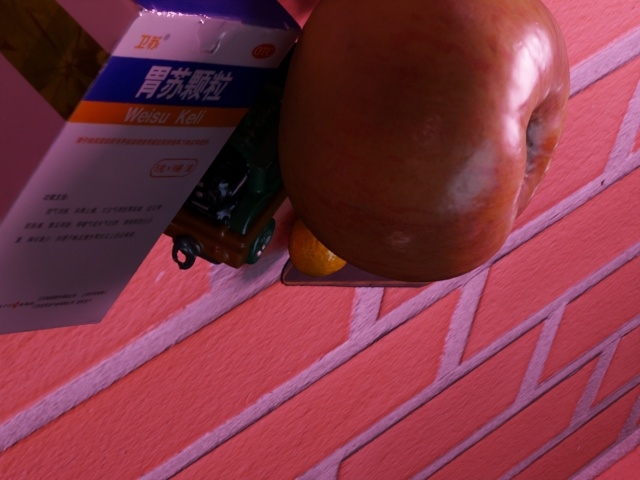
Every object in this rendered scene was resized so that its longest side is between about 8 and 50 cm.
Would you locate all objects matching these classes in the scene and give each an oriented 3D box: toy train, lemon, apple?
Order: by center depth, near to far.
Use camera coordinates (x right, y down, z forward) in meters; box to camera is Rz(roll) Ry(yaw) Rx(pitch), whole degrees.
[{"bbox_3d":[0.075,-0.089,1.326,0.261,0.194,0.260,17,90,-72],"label":"apple"},{"bbox_3d":[-0.056,-0.071,1.414,0.227,0.091,0.136,-53,163,-39],"label":"toy train"},{"bbox_3d":[0.000,0.000,1.726,0.065,0.065,0.092,-27,151,-35],"label":"lemon"}]

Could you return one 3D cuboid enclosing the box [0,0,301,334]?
[{"bbox_3d":[-0.174,-0.070,1.270,0.299,0.106,0.200,-52,157,22],"label":"box"}]

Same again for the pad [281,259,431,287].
[{"bbox_3d":[0.150,-0.045,1.898,0.315,0.063,0.375,-53,156,19],"label":"pad"}]
